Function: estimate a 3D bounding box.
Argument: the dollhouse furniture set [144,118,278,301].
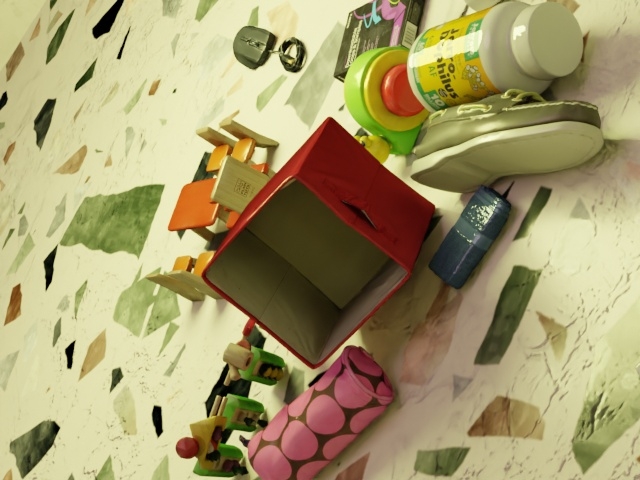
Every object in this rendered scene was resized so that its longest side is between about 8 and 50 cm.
[{"bbox_3d":[-0.157,-0.058,2.129,0.259,0.135,0.262,-7,61,56],"label":"dollhouse furniture set"}]

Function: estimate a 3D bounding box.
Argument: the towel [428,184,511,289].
[{"bbox_3d":[0.177,-0.003,1.656,0.119,0.029,0.067,-57,29,10],"label":"towel"}]

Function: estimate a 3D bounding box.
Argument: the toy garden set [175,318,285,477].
[{"bbox_3d":[-0.090,0.193,1.810,0.049,0.204,0.244,23,87,18],"label":"toy garden set"}]

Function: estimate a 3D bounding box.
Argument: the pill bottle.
[{"bbox_3d":[0.208,-0.218,1.687,0.208,0.118,0.117,-9,60,55],"label":"pill bottle"}]

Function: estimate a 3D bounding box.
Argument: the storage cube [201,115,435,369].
[{"bbox_3d":[0.000,0.000,1.720,0.215,0.184,0.193,-47,8,29],"label":"storage cube"}]

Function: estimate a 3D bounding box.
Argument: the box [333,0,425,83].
[{"bbox_3d":[0.085,-0.300,2.045,0.162,0.029,0.116,-20,51,53],"label":"box"}]

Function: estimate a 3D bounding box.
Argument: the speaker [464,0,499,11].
[{"bbox_3d":[0.240,-0.344,1.805,0.136,0.055,0.055,-32,42,44],"label":"speaker"}]

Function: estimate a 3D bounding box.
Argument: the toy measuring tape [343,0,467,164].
[{"bbox_3d":[0.112,-0.255,1.879,0.121,0.121,0.330,7,73,60],"label":"toy measuring tape"}]

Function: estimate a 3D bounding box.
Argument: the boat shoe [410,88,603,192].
[{"bbox_3d":[0.209,-0.124,1.621,0.305,0.109,0.091,-13,61,59],"label":"boat shoe"}]

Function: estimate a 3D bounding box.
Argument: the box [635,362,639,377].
[{"bbox_3d":[0.358,0.138,1.126,0.130,0.091,0.170,-43,59,32],"label":"box"}]

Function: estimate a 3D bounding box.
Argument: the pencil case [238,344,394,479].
[{"bbox_3d":[-0.002,0.212,1.714,0.209,0.095,0.098,-43,20,28],"label":"pencil case"}]

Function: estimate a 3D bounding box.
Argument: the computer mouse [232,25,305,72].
[{"bbox_3d":[-0.090,-0.314,2.328,0.071,0.041,0.242,-63,30,-1],"label":"computer mouse"}]
